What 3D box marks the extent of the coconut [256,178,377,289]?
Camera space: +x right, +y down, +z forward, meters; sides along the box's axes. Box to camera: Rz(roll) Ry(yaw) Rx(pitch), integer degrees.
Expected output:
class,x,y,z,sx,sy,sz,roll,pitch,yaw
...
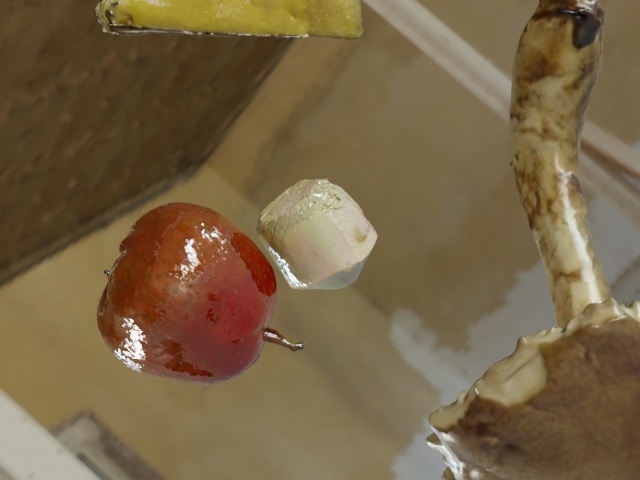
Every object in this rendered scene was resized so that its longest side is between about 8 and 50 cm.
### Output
class,x,y,z,sx,sy,sz,roll,pitch,yaw
coconut,0.000,0.000,1.472,0.116,0.122,0.116,-33,17,12

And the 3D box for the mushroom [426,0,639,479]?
class,x,y,z,sx,sy,sz,roll,pitch,yaw
mushroom,0.181,0.033,0.811,0.233,0.208,0.302,116,170,-56

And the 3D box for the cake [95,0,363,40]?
class,x,y,z,sx,sy,sz,roll,pitch,yaw
cake,-0.059,-0.168,0.968,0.185,0.116,0.080,-32,18,1

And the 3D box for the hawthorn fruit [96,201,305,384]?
class,x,y,z,sx,sy,sz,roll,pitch,yaw
hawthorn fruit,-0.119,0.067,1.408,0.197,0.225,0.196,-60,10,17
